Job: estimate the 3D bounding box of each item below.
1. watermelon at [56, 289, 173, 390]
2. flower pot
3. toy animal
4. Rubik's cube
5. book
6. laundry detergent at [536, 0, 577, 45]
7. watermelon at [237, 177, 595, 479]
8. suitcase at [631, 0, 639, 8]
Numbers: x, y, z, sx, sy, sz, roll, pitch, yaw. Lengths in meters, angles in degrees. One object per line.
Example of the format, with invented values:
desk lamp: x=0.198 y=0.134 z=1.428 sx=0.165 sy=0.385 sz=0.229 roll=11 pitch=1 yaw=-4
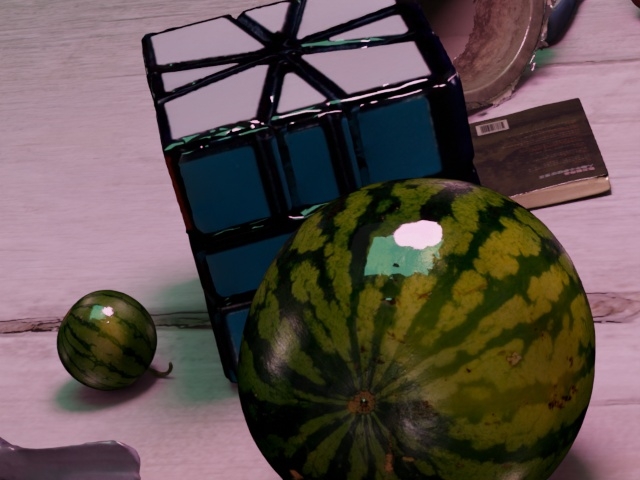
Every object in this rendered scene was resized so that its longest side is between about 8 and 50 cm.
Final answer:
watermelon: x=-0.206 y=0.101 z=1.831 sx=0.109 sy=0.109 sz=0.109 roll=-11 pitch=26 yaw=5
flower pot: x=0.107 y=-0.293 z=2.331 sx=0.290 sy=0.290 sz=0.259 roll=-28 pitch=14 yaw=-29
toy animal: x=-0.361 y=0.199 z=1.707 sx=0.367 sy=0.081 sz=0.206 roll=10 pitch=23 yaw=40
Rubik's cube: x=-0.002 y=-0.063 z=1.833 sx=0.289 sy=0.283 sz=0.293 roll=-13 pitch=33 yaw=-1
book: x=0.232 y=-0.094 z=2.096 sx=0.160 sy=0.024 sz=0.228 roll=-12 pitch=26 yaw=5
laundry detergent: x=0.298 y=-0.323 z=2.489 sx=0.097 sy=0.061 sz=0.206 roll=-2 pitch=27 yaw=27
watermelon: x=0.081 y=0.091 z=1.501 sx=0.285 sy=0.285 sz=0.285 roll=-11 pitch=26 yaw=5
suitcase: x=0.516 y=-0.388 z=2.315 sx=0.161 sy=0.236 sz=0.297 roll=-30 pitch=30 yaw=-31
